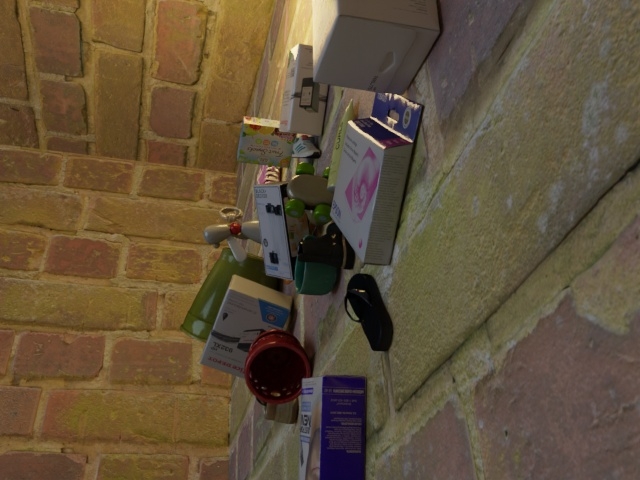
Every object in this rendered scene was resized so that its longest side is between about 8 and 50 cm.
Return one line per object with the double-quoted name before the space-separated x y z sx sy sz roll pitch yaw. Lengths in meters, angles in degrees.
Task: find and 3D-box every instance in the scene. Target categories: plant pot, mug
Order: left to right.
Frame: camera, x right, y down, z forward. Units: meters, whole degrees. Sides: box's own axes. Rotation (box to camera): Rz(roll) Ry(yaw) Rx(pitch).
"plant pot" -0.315 0.223 2.467 0.366 0.367 0.352 -164 92 -76
"plant pot" -0.128 0.364 1.889 0.174 0.191 0.191 -108 26 -77
"mug" -0.006 0.067 1.679 0.129 0.097 0.157 -174 91 -77

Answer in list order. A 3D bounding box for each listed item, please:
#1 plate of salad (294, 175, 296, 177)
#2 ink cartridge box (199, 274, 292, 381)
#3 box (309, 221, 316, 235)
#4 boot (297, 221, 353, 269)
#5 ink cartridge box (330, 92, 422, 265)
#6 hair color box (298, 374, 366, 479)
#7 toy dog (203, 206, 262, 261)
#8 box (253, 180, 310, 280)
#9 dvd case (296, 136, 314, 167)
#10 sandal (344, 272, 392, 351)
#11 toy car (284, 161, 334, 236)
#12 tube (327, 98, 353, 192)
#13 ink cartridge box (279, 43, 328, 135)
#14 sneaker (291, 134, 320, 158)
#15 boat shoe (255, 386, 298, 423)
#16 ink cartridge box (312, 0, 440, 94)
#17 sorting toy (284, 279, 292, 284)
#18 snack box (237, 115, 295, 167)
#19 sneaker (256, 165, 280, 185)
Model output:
"plate of salad" -0.069 -0.116 2.010 0.200 0.048 0.199 -174 90 -74
"ink cartridge box" -0.256 0.308 2.186 0.129 0.223 0.307 -90 22 -71
"box" -0.031 -0.048 1.982 0.081 0.028 0.136 -104 21 -57
"boot" 0.000 0.000 1.598 0.198 0.137 0.076 -112 30 -65
"ink cartridge box" 0.106 -0.155 1.375 0.324 0.072 0.330 -119 36 -68
"hair color box" 0.021 0.470 1.384 0.185 0.110 0.338 138 135 -69
"toy dog" -0.249 -0.005 2.370 0.220 0.334 0.161 -61 -30 -55
"box" -0.111 -0.034 1.929 0.169 0.087 0.289 8 108 56
"dvd case" -0.059 -0.209 2.176 0.180 0.022 0.253 148 126 -73
"sandal" 0.090 0.140 1.339 0.254 0.055 0.097 -119 37 -67
"toy car" -0.019 -0.092 1.747 0.188 0.149 0.155 94 -172 -58
"tube" 0.058 -0.240 1.638 0.070 0.062 0.240 -5 70 35
"ink cartridge box" -0.051 -0.481 2.059 0.198 0.115 0.272 -138 55 -74
"sneaker" -0.050 -0.303 2.051 0.161 0.057 0.075 -163 73 -64
"boat shoe" -0.156 0.491 2.095 0.341 0.110 0.121 -142 59 -74
"ink cartridge box" 0.099 -0.462 1.250 0.198 0.197 0.270 121 151 -62
"sorting toy" -0.127 -0.017 2.195 0.196 0.047 0.347 -21 72 42
"snack box" -0.212 -0.383 2.488 0.070 0.207 0.174 -102 23 -52
"sneaker" -0.207 -0.313 2.675 0.282 0.102 0.161 -98 22 -44
